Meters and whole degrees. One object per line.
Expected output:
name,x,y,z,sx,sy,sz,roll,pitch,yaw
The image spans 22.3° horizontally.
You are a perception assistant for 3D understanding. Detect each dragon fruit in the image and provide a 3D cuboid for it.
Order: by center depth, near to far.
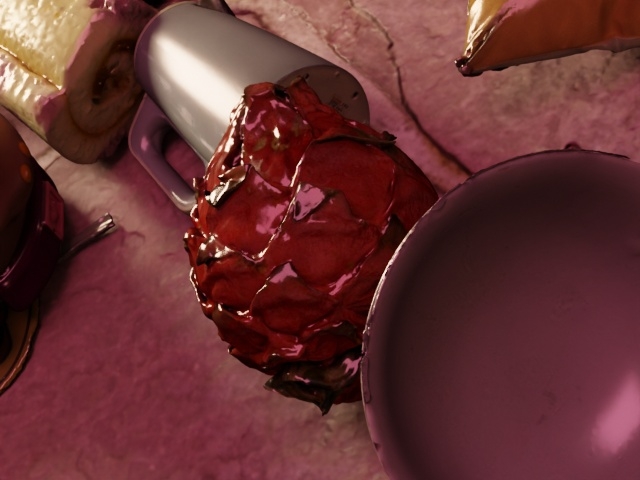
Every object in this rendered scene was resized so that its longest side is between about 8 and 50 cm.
dragon fruit,0.000,0.000,1.443,0.244,0.244,0.298,-14,94,19

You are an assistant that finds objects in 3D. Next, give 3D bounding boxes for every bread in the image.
bread,-0.321,-0.236,1.808,0.338,0.155,0.187,35,90,35

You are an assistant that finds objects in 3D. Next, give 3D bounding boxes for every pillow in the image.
pillow,0.279,-0.304,1.569,0.312,0.119,0.310,-5,58,12

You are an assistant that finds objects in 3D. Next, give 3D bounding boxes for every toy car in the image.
toy car,-0.449,-0.023,1.678,0.341,0.240,0.271,-19,51,14

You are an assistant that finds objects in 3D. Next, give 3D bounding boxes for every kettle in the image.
kettle,-0.094,-0.124,1.657,0.243,0.160,0.210,37,110,44

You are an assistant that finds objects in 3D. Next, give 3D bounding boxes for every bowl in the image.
bowl,0.181,0.101,1.327,0.345,0.345,0.157,-53,10,-10

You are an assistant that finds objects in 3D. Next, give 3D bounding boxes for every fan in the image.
fan,-0.358,0.070,1.734,0.335,0.011,0.229,-33,52,7

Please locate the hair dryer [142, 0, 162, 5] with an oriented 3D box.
hair dryer,-0.275,-0.369,1.891,0.090,0.135,0.279,-43,62,-4
